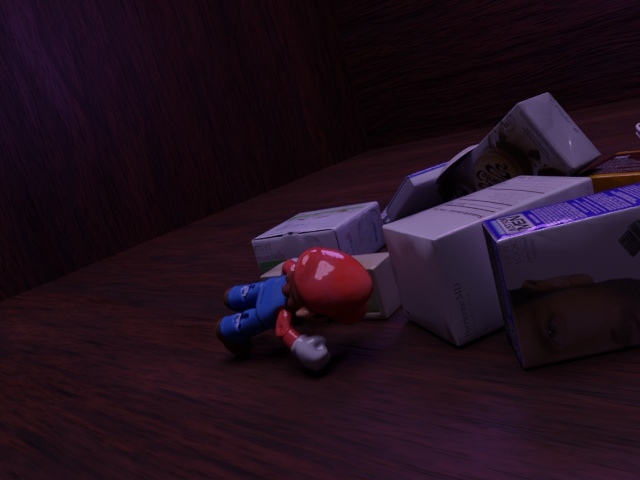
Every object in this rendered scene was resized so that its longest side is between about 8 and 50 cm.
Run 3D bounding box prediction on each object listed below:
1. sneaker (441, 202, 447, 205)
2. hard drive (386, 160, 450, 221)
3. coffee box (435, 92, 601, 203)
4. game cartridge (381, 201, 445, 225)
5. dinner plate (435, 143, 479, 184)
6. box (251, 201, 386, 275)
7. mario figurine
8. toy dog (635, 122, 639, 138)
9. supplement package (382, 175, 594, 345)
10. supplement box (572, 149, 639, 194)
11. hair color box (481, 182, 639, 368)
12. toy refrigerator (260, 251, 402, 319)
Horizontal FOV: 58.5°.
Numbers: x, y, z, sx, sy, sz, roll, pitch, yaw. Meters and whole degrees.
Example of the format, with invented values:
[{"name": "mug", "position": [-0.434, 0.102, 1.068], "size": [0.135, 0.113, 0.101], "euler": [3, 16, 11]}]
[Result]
[{"name": "sneaker", "position": [0.243, -0.001, 1.140], "size": [0.293, 0.146, 0.102], "euler": [-14, 13, 8]}, {"name": "hard drive", "position": [0.337, -0.153, 1.450], "size": [0.319, 0.040, 0.210], "euler": [-20, -16, -16]}, {"name": "coffee box", "position": [0.403, -0.141, 1.207], "size": [0.119, 0.168, 0.297], "euler": [-24, -18, -34]}, {"name": "game cartridge", "position": [0.355, -0.100, 1.625], "size": [0.355, 0.068, 0.230], "euler": [-11, 10, 23]}, {"name": "dinner plate", "position": [0.309, -0.174, 1.266], "size": [0.141, 0.017, 0.141], "euler": [-34, -13, -9]}, {"name": "box", "position": [0.000, 0.000, 1.477], "size": [0.262, 0.126, 0.231], "euler": [-7, 17, 34]}, {"name": "mario figurine", "position": [-0.032, 0.121, 0.982], "size": [0.320, 0.198, 0.170], "euler": [-21, -9, 41]}, {"name": "toy dog", "position": [0.822, -0.207, 1.201], "size": [0.161, 0.220, 0.333], "euler": [-58, -2, 31]}, {"name": "supplement package", "position": [0.282, 0.020, 0.935], "size": [0.293, 0.177, 0.175], "euler": [-20, 14, -16]}, {"name": "supplement box", "position": [0.625, -0.091, 1.092], "size": [0.194, 0.129, 0.191], "euler": [-25, 15, -32]}, {"name": "hair color box", "position": [0.401, 0.030, 0.734], "size": [0.339, 0.185, 0.110], "euler": [-14, 14, 10]}, {"name": "toy refrigerator", "position": [0.017, 0.095, 1.116], "size": [0.270, 0.102, 0.094], "euler": [-6, 17, 36]}]
